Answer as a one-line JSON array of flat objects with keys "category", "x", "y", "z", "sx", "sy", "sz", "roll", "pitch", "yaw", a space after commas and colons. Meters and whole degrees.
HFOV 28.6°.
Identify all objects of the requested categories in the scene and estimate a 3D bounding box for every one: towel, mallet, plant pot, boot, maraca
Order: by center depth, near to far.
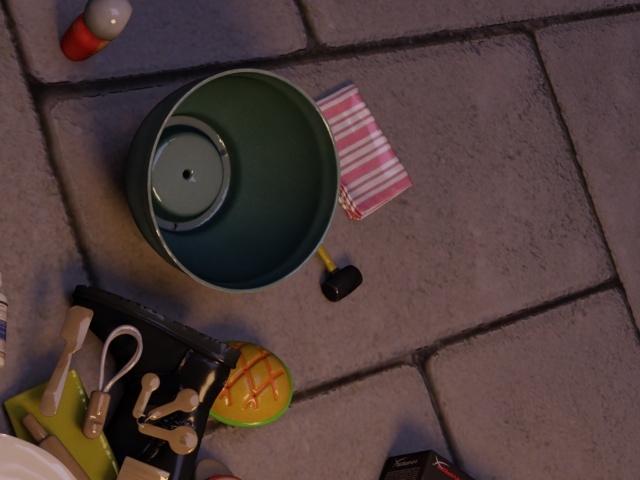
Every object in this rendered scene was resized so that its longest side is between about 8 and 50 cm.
[{"category": "towel", "x": -0.304, "y": 0.288, "z": 1.568, "sx": 0.102, "sy": 0.021, "sz": 0.237, "roll": -25, "pitch": 80, "yaw": -8}, {"category": "boot", "x": -0.248, "y": 0.191, "z": 1.631, "sx": 0.246, "sy": 0.094, "sz": 0.207, "roll": 24, "pitch": 80, "yaw": 4}, {"category": "plant pot", "x": -0.147, "y": -0.087, "z": 1.709, "sx": 0.293, "sy": 0.196, "sz": 0.293, "roll": -5, "pitch": 99, "yaw": -34}, {"category": "maraca", "x": -0.129, "y": 0.191, "z": 1.725, "sx": 0.185, "sy": 0.099, "sz": 0.127, "roll": 15, "pitch": 54, "yaw": -3}, {"category": "mallet", "x": 0.000, "y": 0.000, "z": 1.913, "sx": 0.062, "sy": 0.039, "sz": 0.190, "roll": -25, "pitch": 86, "yaw": -36}, {"category": "towel", "x": 0.055, "y": -0.144, "z": 1.998, "sx": 0.144, "sy": 0.029, "sz": 0.197, "roll": -34, "pitch": 95, "yaw": -38}]

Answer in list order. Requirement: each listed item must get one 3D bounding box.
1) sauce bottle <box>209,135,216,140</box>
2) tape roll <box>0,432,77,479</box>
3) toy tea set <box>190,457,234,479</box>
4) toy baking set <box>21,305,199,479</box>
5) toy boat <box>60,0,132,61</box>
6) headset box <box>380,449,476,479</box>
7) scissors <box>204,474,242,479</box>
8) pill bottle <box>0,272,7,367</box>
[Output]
[{"category": "sauce bottle", "x": -0.198, "y": -0.143, "z": 1.815, "sx": 0.128, "sy": 0.042, "sz": 0.042, "roll": -12, "pitch": 82, "yaw": -34}, {"category": "tape roll", "x": -0.400, "y": 0.356, "z": 1.434, "sx": 0.246, "sy": 0.169, "sz": 0.246, "roll": 12, "pitch": 68, "yaw": -31}, {"category": "toy tea set", "x": -0.116, "y": 0.461, "z": 1.659, "sx": 0.336, "sy": 0.124, "sz": 0.200, "roll": 51, "pitch": 24, "yaw": -7}, {"category": "toy baking set", "x": -0.265, "y": 0.215, "z": 1.562, "sx": 0.197, "sy": 0.030, "sz": 0.256, "roll": -43, "pitch": 83, "yaw": -13}, {"category": "toy boat", "x": -0.347, "y": -0.410, "z": 1.729, "sx": 0.267, "sy": 0.148, "sz": 0.318, "roll": -16, "pitch": 85, "yaw": -37}, {"category": "headset box", "x": 0.161, "y": 0.487, "z": 1.818, "sx": 0.218, "sy": 0.110, "sz": 0.293, "roll": 37, "pitch": 58, "yaw": -20}, {"category": "scissors", "x": -0.168, "y": 0.346, "z": 1.546, "sx": 0.297, "sy": 0.021, "sz": 0.109, "roll": 9, "pitch": 52, "yaw": -56}, {"category": "pill bottle", "x": -0.425, "y": 0.098, "z": 1.563, "sx": 0.067, "sy": 0.067, "sz": 0.120, "roll": 9, "pitch": 70, "yaw": -32}]
